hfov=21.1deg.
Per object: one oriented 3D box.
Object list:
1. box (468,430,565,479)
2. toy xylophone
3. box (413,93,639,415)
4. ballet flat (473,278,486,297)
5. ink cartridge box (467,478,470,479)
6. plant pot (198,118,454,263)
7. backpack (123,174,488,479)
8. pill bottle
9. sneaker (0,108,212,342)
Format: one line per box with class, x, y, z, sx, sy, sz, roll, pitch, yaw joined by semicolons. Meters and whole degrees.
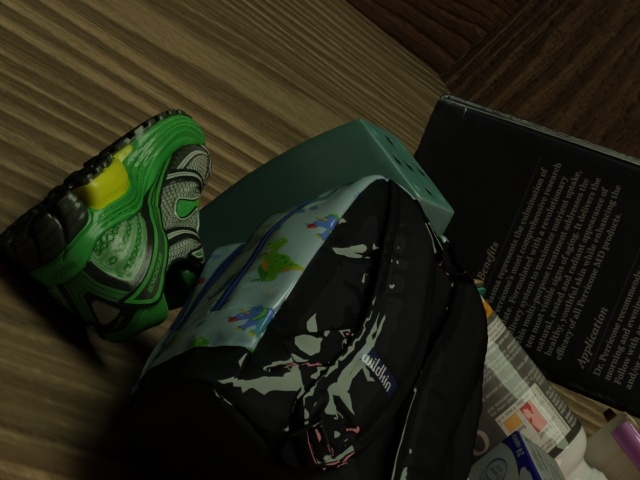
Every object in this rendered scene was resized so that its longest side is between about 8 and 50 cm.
box;0.182;0.282;1.697;0.072;0.137;0.126;40;16;-31
toy xylophone;0.388;0.305;1.997;0.236;0.081;0.323;53;4;10
box;0.388;0.062;2.250;0.472;0.297;0.480;24;-1;30
ballet flat;0.114;0.088;2.010;0.067;0.073;0.206;36;44;19
ink cartridge box;0.065;0.228;1.581;0.153;0.087;0.208;57;15;29
plant pot;0.000;0.000;1.689;0.165;0.234;0.165;53;14;20
backpack;0.005;0.105;1.354;0.290;0.273;0.355;49;49;-22
pill bottle;0.186;0.205;1.859;0.278;0.162;0.162;52;13;1
sneaker;-0.161;-0.006;1.476;0.146;0.134;0.343;54;21;-9
